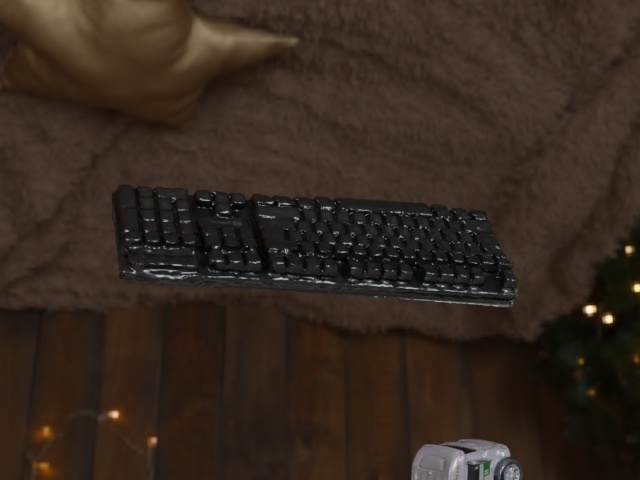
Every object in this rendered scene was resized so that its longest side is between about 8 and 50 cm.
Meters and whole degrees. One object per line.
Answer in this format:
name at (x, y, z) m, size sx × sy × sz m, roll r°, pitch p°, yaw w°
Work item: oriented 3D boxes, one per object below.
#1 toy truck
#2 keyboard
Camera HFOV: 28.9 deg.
toy truck at (0.152, 0.336, 1.406) m, size 0.116 × 0.216 × 0.110 m, roll 6°, pitch 177°, yaw -36°
keyboard at (0.000, -0.001, 0.695) m, size 0.231 × 0.072 × 0.023 m, roll 4°, pitch 134°, yaw -18°
